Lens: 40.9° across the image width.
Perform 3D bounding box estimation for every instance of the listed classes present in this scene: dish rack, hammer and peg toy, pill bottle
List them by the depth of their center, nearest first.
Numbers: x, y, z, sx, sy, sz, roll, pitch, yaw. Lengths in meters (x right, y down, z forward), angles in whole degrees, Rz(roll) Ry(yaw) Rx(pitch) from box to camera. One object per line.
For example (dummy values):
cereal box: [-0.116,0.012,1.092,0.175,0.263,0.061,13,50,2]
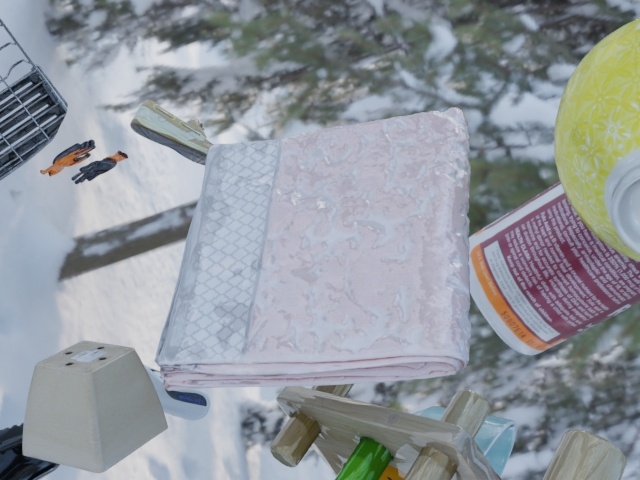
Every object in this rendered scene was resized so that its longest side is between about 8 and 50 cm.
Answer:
dish rack: [-0.402,-0.179,0.870,0.271,0.208,0.074,58,-6,-27]
hammer and peg toy: [0.137,0.266,0.870,0.127,0.361,0.266,-51,125,-29]
pill bottle: [0.437,-0.001,1.328,0.224,0.392,0.224,37,34,-31]

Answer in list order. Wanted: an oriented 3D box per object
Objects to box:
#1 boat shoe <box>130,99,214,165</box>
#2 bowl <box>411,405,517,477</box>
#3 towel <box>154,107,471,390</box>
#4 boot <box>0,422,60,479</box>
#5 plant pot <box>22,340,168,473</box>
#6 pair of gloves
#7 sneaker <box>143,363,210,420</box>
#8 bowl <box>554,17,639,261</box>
boat shoe: [-0.168,-0.133,1.074,0.050,0.135,0.045,-12,-125,61]
bowl: [0.196,0.415,1.491,0.163,0.311,0.311,26,-15,24]
towel: [0.000,0.000,0.907,0.053,0.317,0.331,65,25,-47]
boot: [-0.430,0.400,1.071,0.348,0.131,0.260,-25,82,-42]
plant pot: [-0.236,0.162,0.881,0.109,0.109,0.096,-27,116,-58]
pair of gloves: [-0.271,-0.090,0.985,0.083,0.074,0.010,18,47,-65]
sneaker: [-0.316,0.269,1.558,0.217,0.079,0.121,27,-11,-22]
bowl: [0.362,-0.067,0.855,0.156,0.290,0.289,-54,132,-43]
